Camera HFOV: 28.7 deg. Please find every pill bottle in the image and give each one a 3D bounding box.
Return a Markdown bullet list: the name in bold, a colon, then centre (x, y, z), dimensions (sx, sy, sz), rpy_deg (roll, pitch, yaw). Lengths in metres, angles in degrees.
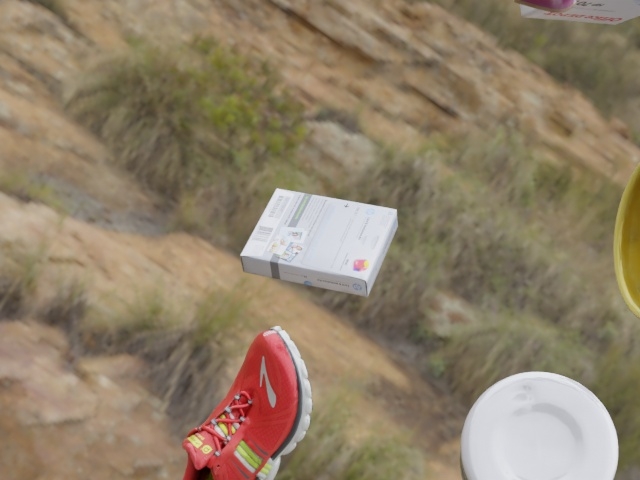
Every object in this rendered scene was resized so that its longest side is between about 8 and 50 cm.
- **pill bottle**: centre (0.299, 0.309, 1.772), dimensions (0.204, 0.204, 0.361), rpy_deg (38, -7, 14)

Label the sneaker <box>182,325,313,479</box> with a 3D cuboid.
- **sneaker**: centre (-0.099, 0.227, 1.453), dimensions (0.118, 0.279, 0.107), rpy_deg (-1, 32, -40)

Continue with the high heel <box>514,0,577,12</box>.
- **high heel**: centre (0.096, -0.250, 0.994), dimensions (0.244, 0.082, 0.117), rpy_deg (21, -22, 14)

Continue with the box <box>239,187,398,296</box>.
- **box**: centre (0.000, 0.000, 1.766), dimensions (0.186, 0.038, 0.145), rpy_deg (9, 47, 18)

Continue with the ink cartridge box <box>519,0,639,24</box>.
- **ink cartridge box**: centre (0.290, -0.262, 1.137), dimensions (0.140, 0.082, 0.191), rpy_deg (-4, -7, -36)

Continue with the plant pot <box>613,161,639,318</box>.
- **plant pot**: centre (0.568, 0.001, 1.718), dimensions (0.239, 0.254, 0.254), rpy_deg (6, 20, -17)
